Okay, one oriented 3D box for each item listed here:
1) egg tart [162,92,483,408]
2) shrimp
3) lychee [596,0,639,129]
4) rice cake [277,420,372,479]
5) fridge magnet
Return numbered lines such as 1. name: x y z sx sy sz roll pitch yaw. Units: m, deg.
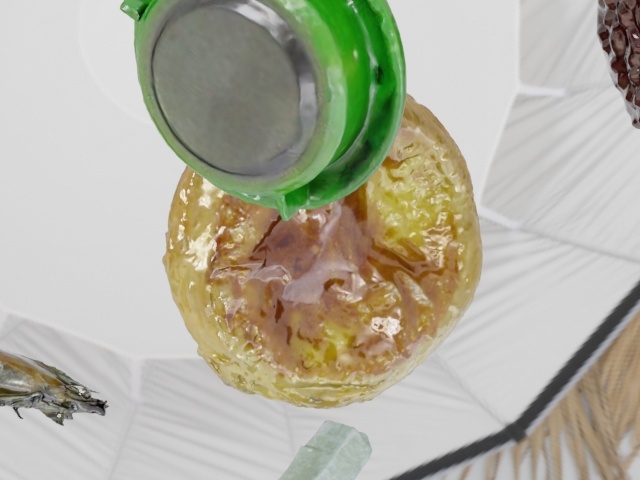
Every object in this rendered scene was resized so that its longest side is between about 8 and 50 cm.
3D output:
1. egg tart: 0.000 0.000 1.112 0.443 0.443 0.178 51 166 -24
2. shrimp: -0.350 0.205 0.885 0.262 0.051 0.198 26 -116 -38
3. lychee: 0.438 -0.227 0.867 0.330 0.306 0.306 -17 -117 -38
4. rice cake: -0.032 0.168 0.470 0.033 0.171 0.029 1 131 52
5. fridge magnet: -0.042 -0.113 0.575 0.208 0.208 0.088 53 -143 -7
